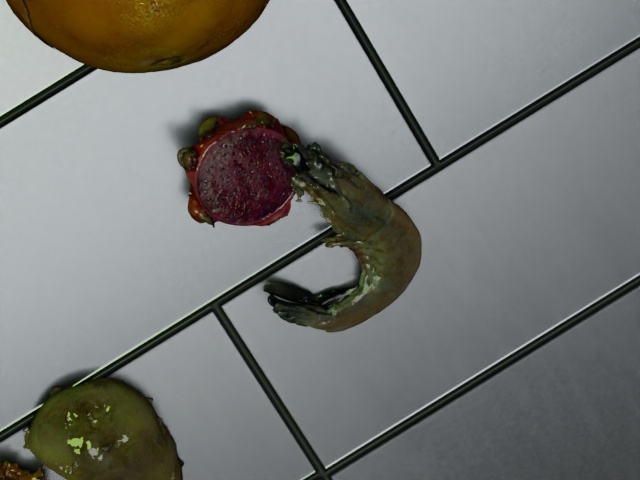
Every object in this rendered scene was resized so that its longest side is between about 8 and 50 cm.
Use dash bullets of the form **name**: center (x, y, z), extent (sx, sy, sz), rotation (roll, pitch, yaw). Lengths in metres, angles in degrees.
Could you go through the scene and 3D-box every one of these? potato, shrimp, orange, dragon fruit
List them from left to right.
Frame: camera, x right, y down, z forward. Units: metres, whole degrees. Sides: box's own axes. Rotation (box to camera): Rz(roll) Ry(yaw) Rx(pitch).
- **potato**: center (-0.180, 0.197, 1.665), extent (0.172, 0.089, 0.100), rotation (33, 94, -13)
- **orange**: center (-0.148, -0.251, 1.491), extent (0.240, 0.240, 0.240), rotation (-2, 104, -8)
- **dragon fruit**: center (-0.074, -0.066, 1.634), extent (0.126, 0.068, 0.112), rotation (-18, 122, -18)
- **shrimp**: center (0.000, 0.000, 1.645), extent (0.152, 0.046, 0.219), rotation (-41, 129, 2)

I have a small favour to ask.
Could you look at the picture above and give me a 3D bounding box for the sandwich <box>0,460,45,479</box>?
- **sandwich**: center (-0.334, 0.288, 1.668), extent (0.159, 0.079, 0.235), rotation (4, 102, -10)
